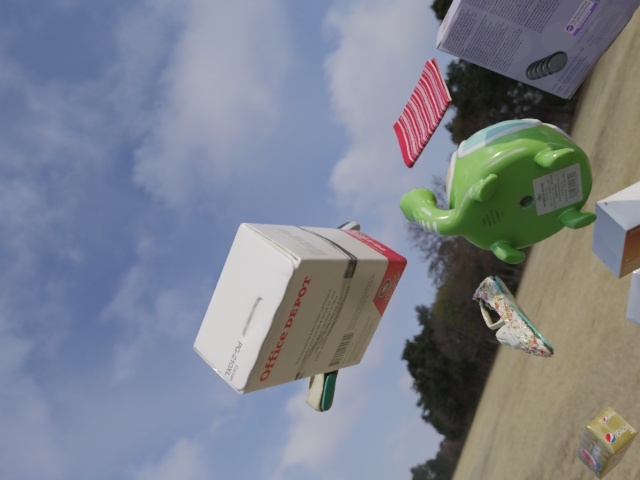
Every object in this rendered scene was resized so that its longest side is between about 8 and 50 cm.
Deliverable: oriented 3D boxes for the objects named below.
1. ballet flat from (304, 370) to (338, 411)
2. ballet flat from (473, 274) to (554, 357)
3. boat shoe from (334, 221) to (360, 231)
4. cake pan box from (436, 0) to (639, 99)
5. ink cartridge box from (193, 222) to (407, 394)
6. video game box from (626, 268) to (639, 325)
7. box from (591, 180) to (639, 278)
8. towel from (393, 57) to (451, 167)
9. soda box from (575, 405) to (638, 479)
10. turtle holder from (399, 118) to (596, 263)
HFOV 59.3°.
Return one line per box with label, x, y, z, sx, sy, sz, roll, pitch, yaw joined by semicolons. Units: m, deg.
ballet flat;0.014;0.354;1.577;0.086;0.086;0.248;16;-88;-69
ballet flat;0.375;0.162;1.115;0.077;0.091;0.241;-41;27;13
boat shoe;0.000;0.000;1.254;0.183;0.083;0.065;-37;-31;-20
cake pan box;0.341;-0.371;0.850;0.266;0.246;0.070;113;170;-48
ink cartridge box;-0.017;0.077;0.700;0.237;0.100;0.171;3;-65;-53
video game box;0.830;0.087;1.378;0.187;0.048;0.205;-42;-43;-15
box;0.642;-0.025;1.147;0.130;0.091;0.170;-27;-42;2
towel;0.296;-0.373;1.672;0.274;0.031;0.198;116;152;-50
soda box;0.512;0.368;1.016;0.058;0.061;0.181;-35;-38;-10
turtle holder;0.346;-0.097;1.100;0.320;0.243;0.227;-46;30;23
